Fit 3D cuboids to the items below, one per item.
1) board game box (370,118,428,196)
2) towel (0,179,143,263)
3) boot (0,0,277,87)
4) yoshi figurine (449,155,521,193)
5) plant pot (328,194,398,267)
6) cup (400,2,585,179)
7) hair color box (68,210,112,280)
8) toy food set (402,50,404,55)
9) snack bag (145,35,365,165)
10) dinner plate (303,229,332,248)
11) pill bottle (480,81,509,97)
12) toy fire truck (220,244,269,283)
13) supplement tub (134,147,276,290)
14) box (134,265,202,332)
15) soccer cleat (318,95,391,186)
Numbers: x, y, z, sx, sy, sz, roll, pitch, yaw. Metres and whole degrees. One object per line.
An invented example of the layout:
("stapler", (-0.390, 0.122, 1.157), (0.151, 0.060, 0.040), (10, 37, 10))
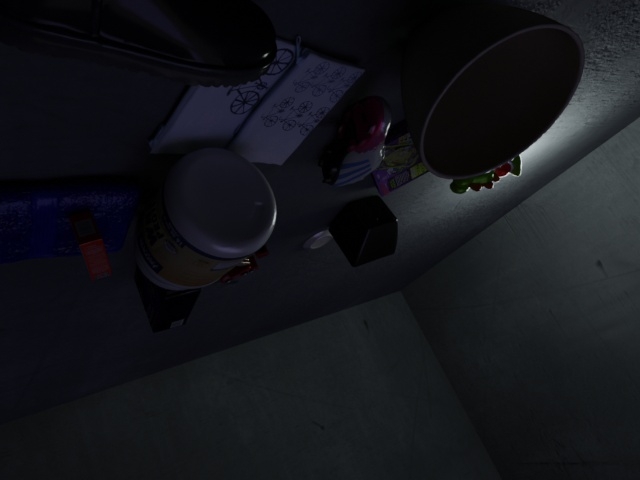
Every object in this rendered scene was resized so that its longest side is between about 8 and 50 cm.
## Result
("board game box", (0.243, -0.249, 1.420), (0.208, 0.056, 0.347), (-32, 161, 4))
("towel", (-0.524, -0.029, 0.933), (0.308, 0.076, 0.227), (-11, 157, -39))
("boot", (-0.122, -0.375, 0.465), (0.367, 0.146, 0.445), (-12, 152, -39))
("yoshi figurine", (0.527, -0.289, 1.579), (0.362, 0.203, 0.203), (-33, -153, -28))
("plant pot", (0.164, -0.049, 1.666), (0.187, 0.188, 0.167), (-17, 146, -26))
("cup", (0.290, -0.320, 0.933), (0.331, 0.237, 0.331), (-17, 145, -12))
("hair color box", (-0.451, 0.013, 0.936), (0.043, 0.072, 0.141), (-20, 156, -26))
("toy food set", (0.232, -0.408, 1.021), (0.078, 0.019, 0.122), (-38, 151, 31))
("snack bag", (-0.119, -0.257, 0.925), (0.342, 0.037, 0.323), (-4, 152, -49))
("dinner plate", (0.000, 0.000, 1.810), (0.141, 0.017, 0.141), (-25, 162, -9))
("pill bottle", (0.452, -0.382, 1.151), (0.162, 0.162, 0.278), (-38, 159, 32))
("toy fire truck", (-0.265, 0.077, 1.610), (0.192, 0.047, 0.135), (-23, 161, -7))
("supplement tub", (-0.259, -0.028, 1.014), (0.228, 0.228, 0.316), (-11, 165, -39))
("box", (-0.421, 0.115, 1.290), (0.103, 0.184, 0.261), (-12, 157, -31))
("soccer cleat", (0.108, -0.238, 1.154), (0.143, 0.116, 0.331), (-7, 163, -24))
